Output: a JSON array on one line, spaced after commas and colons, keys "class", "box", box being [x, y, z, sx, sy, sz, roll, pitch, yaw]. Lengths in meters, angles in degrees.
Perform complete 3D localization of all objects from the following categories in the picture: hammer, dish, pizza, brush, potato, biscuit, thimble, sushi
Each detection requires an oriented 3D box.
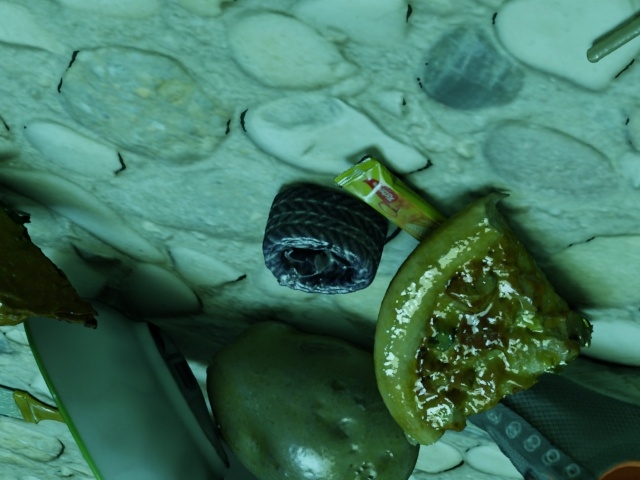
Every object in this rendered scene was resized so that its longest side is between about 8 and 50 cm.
[{"class": "hammer", "box": [0.247, -0.157, 1.029, 0.060, 0.028, 0.195, 23, 153, -21]}, {"class": "dish", "box": [-0.176, 0.183, 1.621, 0.124, 0.324, 0.324, -29, 141, -3]}, {"class": "pizza", "box": [0.146, 0.085, 1.364, 0.197, 0.058, 0.292, 10, 127, -9]}, {"class": "brush", "box": [-0.320, 0.224, 1.971, 0.218, 0.010, 0.082, 12, 149, 9]}, {"class": "potato", "box": [-0.009, 0.177, 1.574, 0.235, 0.178, 0.160, 33, -174, 11]}, {"class": "biscuit", "box": [0.130, 0.012, 1.362, 0.292, 0.026, 0.048, 36, 126, -27]}, {"class": "thimble", "box": [0.002, 0.000, 1.373, 0.104, 0.066, 0.095, -4, 144, 29]}, {"class": "sushi", "box": [-0.348, 0.006, 1.507, 0.287, 0.149, 0.140, 6, -178, 22]}]

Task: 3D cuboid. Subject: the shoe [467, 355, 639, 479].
[{"class": "shoe", "box": [0.220, 0.196, 1.467, 0.337, 0.171, 0.132, 13, 150, 8]}]

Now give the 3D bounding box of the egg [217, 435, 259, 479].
[{"class": "egg", "box": [-0.144, 0.319, 1.864, 0.176, 0.176, 0.232, -16, 131, 44]}]
